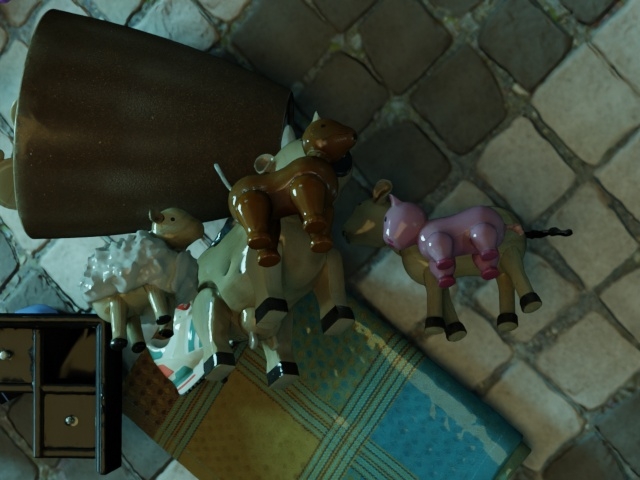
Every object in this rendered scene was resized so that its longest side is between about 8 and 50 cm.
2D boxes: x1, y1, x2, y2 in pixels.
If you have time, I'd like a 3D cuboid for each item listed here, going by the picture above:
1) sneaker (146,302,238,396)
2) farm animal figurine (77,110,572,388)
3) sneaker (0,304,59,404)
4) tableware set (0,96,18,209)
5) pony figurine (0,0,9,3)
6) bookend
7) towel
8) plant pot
[{"bbox_3d":[-0.108,0.076,1.676,0.075,0.057,0.161,45,119,4],"label":"sneaker"},{"bbox_3d":[0.000,0.000,1.528,0.326,0.330,0.172,-32,53,30],"label":"farm animal figurine"},{"bbox_3d":[-0.364,0.147,1.823,0.232,0.090,0.081,-35,86,27],"label":"sneaker"},{"bbox_3d":[-0.332,-0.101,1.741,0.168,0.020,0.141,17,122,-19],"label":"tableware set"},{"bbox_3d":[-0.446,-0.303,1.677,0.351,0.303,0.363,-41,69,18],"label":"pony figurine"},{"bbox_3d":[-0.281,0.150,1.743,0.157,0.072,0.156,1,90,7],"label":"bookend"},{"bbox_3d":[-0.007,0.179,1.705,0.370,0.040,0.271,40,114,12],"label":"towel"},{"bbox_3d":[-0.145,-0.096,1.619,0.230,0.215,0.215,6,106,4],"label":"plant pot"}]
